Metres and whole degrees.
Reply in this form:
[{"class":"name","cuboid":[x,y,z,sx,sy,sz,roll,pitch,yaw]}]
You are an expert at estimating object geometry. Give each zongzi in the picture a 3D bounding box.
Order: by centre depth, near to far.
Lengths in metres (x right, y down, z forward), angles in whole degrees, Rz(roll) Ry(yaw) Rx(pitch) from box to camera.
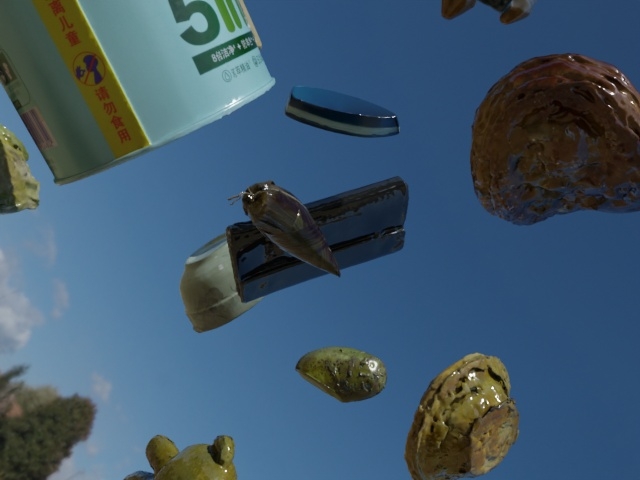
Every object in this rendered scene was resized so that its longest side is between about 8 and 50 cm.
[{"class":"zongzi","cuboid":[-0.042,-0.013,1.067,0.184,0.084,0.187,46,3,12]}]

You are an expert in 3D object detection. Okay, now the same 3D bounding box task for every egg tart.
[{"class":"egg tart","cuboid":[0.234,0.292,1.036,0.105,0.241,0.241,24,-49,45]}]

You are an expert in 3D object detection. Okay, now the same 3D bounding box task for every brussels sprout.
[{"class":"brussels sprout","cuboid":[-0.492,-0.102,0.948,0.100,0.139,0.181,-5,-28,18]}]

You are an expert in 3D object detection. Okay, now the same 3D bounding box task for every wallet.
[{"class":"wallet","cuboid":[0.000,0.000,1.456,0.229,0.405,0.062,87,-19,-45]}]

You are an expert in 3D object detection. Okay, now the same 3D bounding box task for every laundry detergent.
[{"class":"laundry detergent","cuboid":[-0.240,-0.259,0.736,0.287,0.287,0.305,2,-58,53]}]

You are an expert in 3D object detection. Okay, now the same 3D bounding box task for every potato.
[{"class":"potato","cuboid":[0.041,0.273,1.392,0.197,0.120,0.054,15,-26,18]}]

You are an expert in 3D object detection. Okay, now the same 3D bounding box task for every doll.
[{"class":"doll","cuboid":[-0.151,0.276,0.687,0.209,0.097,0.137,-28,-135,47]}]

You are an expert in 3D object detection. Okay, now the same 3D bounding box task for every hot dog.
[{"class":"hot dog","cuboid":[0.378,-0.121,1.012,0.266,0.387,0.175,-7,-112,29]}]

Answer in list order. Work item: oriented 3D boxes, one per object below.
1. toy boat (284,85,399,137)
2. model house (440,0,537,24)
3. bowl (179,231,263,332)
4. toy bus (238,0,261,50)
[{"class":"toy boat","cuboid":[0.061,-0.317,1.644,0.096,0.299,0.062,-87,-167,-44]},{"class":"model house","cuboid":[0.330,-0.471,1.108,0.190,0.301,0.271,38,1,7]},{"class":"bowl","cuboid":[-0.244,0.082,1.723,0.307,0.307,0.163,-10,-64,56]},{"class":"toy bus","cuboid":[-0.305,-0.595,1.654,0.177,0.201,0.366,-29,-97,49]}]
